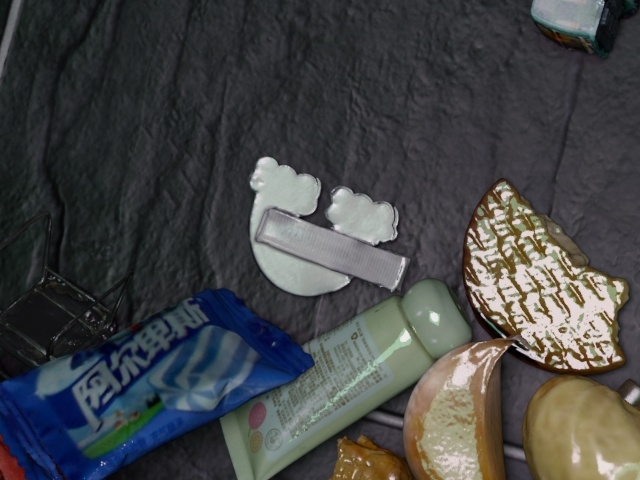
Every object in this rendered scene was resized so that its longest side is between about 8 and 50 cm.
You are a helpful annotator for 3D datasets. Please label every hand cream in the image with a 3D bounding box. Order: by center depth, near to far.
[{"bbox_3d":[0.022,0.149,1.364,0.305,0.093,0.147,-30,50,9],"label":"hand cream"}]

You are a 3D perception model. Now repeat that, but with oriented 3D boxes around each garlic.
[{"bbox_3d":[0.144,0.189,1.302,0.115,0.128,0.207,4,97,-4],"label":"garlic"}]

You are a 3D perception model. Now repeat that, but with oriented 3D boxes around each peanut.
[{"bbox_3d":[0.310,0.270,1.214,0.147,0.147,0.319,-30,66,9],"label":"peanut"}]

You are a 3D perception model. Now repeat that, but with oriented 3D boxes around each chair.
[{"bbox_3d":[-0.322,0.107,1.455,0.140,0.221,0.145,33,49,16],"label":"chair"}]

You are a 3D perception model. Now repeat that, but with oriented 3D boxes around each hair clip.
[{"bbox_3d":[0.000,0.000,1.414,0.220,0.054,0.140,21,93,18],"label":"hair clip"}]

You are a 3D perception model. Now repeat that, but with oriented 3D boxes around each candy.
[{"bbox_3d":[-0.186,0.152,1.319,0.331,0.077,0.187,-25,44,-28],"label":"candy"}]

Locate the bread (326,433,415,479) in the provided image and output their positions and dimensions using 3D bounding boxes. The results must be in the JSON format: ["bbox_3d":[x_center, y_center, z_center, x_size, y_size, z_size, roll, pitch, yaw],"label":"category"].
[{"bbox_3d":[-0.023,0.390,1.339,0.185,0.109,0.380,16,84,36],"label":"bread"}]

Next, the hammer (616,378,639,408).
[{"bbox_3d":[0.225,0.296,1.325,0.111,0.043,0.365,42,92,16],"label":"hammer"}]

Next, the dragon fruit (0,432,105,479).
[{"bbox_3d":[-0.344,0.241,1.380,0.152,0.317,0.205,-32,84,-36],"label":"dragon fruit"}]

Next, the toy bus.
[{"bbox_3d":[0.311,-0.338,1.363,0.109,0.091,0.262,16,86,26],"label":"toy bus"}]

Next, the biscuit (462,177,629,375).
[{"bbox_3d":[0.244,0.039,1.357,0.176,0.031,0.229,-10,79,12],"label":"biscuit"}]
